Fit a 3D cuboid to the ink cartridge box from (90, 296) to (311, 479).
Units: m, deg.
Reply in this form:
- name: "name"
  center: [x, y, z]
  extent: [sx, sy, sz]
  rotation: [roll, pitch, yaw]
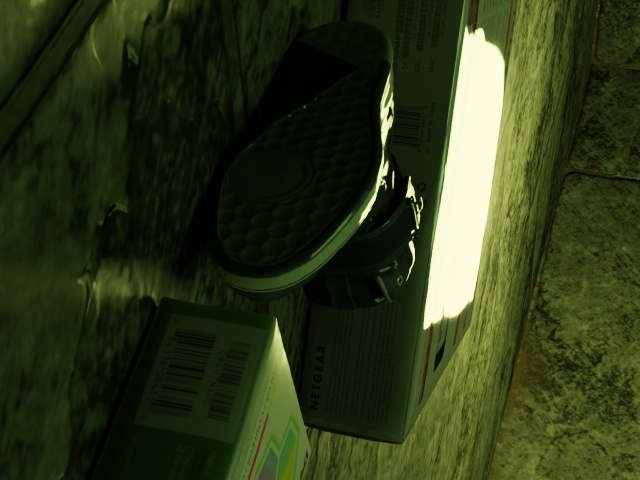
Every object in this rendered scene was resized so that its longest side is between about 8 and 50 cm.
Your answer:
- name: "ink cartridge box"
  center: [-0.051, 0.130, 0.695]
  extent: [0.209, 0.062, 0.109]
  rotation: [81, 23, -56]

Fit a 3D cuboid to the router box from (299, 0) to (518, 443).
- name: "router box"
  center: [0.078, -0.051, 1.059]
  extent: [0.301, 0.082, 0.335]
  rotation: [-39, 138, -70]

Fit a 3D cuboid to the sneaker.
- name: "sneaker"
  center: [0.002, 0.000, 0.770]
  extent: [0.226, 0.086, 0.163]
  rotation: [-66, 158, -50]
